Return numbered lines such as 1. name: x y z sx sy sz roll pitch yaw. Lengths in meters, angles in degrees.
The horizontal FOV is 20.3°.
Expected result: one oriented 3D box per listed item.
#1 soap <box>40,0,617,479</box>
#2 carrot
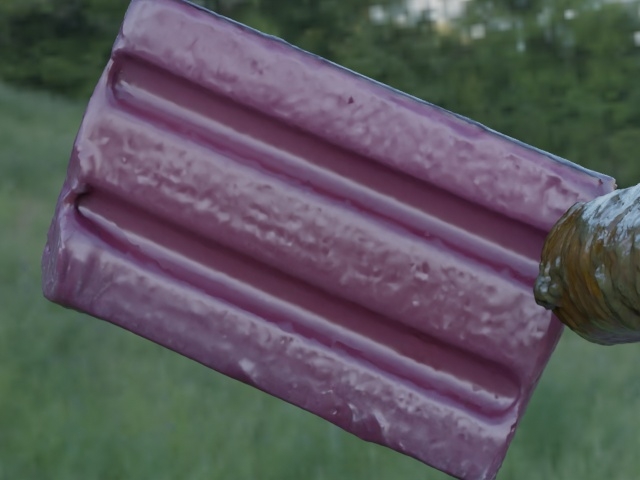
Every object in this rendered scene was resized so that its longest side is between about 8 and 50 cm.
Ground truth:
1. soap: 0.000 0.000 1.248 0.359 0.233 0.128 24 0 8
2. carrot: 0.188 0.015 0.999 0.102 0.102 0.263 -5 -1 -3
